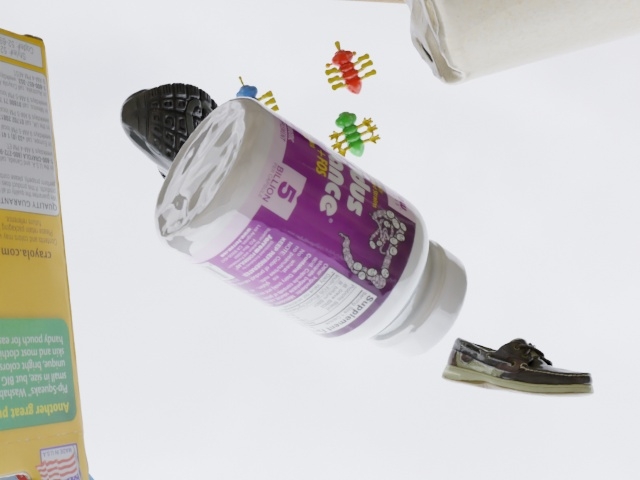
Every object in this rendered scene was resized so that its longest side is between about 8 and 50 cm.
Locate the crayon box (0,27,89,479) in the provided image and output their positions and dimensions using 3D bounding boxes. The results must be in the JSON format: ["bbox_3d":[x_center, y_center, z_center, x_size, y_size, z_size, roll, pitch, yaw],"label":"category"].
[{"bbox_3d":[-0.245,0.021,0.662,0.083,0.323,0.203,-12,172,24],"label":"crayon box"}]

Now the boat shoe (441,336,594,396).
[{"bbox_3d":[0.256,0.164,1.450,0.223,0.073,0.080,0,171,45],"label":"boat shoe"}]

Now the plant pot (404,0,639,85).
[{"bbox_3d":[0.208,-0.293,0.975,0.305,0.334,0.334,-23,-141,1],"label":"plant pot"}]

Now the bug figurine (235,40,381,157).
[{"bbox_3d":[-0.020,-0.236,2.048,0.279,0.216,0.072,-20,-179,-2],"label":"bug figurine"}]

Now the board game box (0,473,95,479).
[{"bbox_3d":[-0.415,0.233,1.170,0.308,0.086,0.302,52,-163,-3],"label":"board game box"}]

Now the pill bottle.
[{"bbox_3d":[0.000,0.000,1.103,0.301,0.169,0.169,31,-154,-28],"label":"pill bottle"}]

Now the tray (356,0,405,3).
[{"bbox_3d":[-0.033,-0.394,1.297,0.410,0.203,0.076,4,-148,5],"label":"tray"}]

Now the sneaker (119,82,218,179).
[{"bbox_3d":[-0.157,-0.108,1.315,0.130,0.109,0.286,-3,167,27],"label":"sneaker"}]
